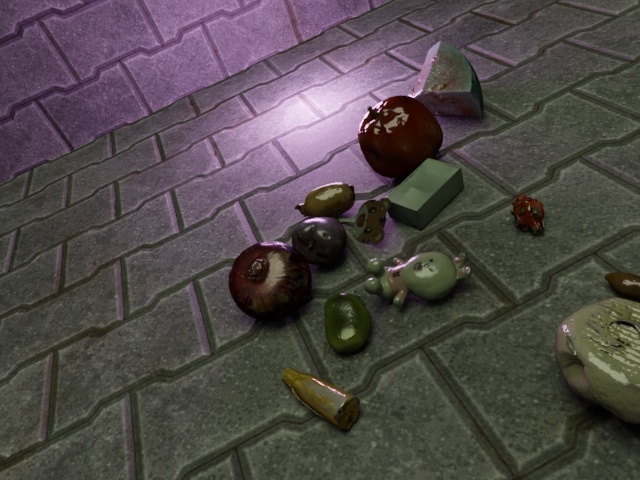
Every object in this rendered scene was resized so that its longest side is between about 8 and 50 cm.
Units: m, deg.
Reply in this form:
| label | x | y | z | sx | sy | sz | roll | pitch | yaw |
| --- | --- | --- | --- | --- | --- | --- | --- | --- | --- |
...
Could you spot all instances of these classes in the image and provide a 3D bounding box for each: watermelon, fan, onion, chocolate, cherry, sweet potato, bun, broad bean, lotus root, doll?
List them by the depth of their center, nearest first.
| label | x | y | z | sx | sy | sz | roll | pitch | yaw |
| --- | --- | --- | --- | --- | --- | --- | --- | --- | --- |
| bun | 0.590 | 0.231 | 0.973 | 0.272 | 0.168 | 0.273 | -4 | 39 | 3 |
| sweet potato | 0.734 | 0.123 | 1.110 | 0.065 | 0.051 | 0.218 | -34 | 41 | -19 |
| chocolate | -0.008 | 0.358 | 1.191 | 0.219 | 0.086 | 0.085 | 19 | 54 | 44 |
| broad bean | 0.069 | 0.210 | 1.320 | 0.124 | 0.082 | 0.174 | -21 | 49 | 3 |
| doll | 0.253 | 0.096 | 1.338 | 0.275 | 0.113 | 0.155 | -8 | 50 | 8 |
| onion | -0.146 | 0.110 | 1.445 | 0.246 | 0.190 | 0.246 | -8 | 59 | 13 |
| cherry | -0.003 | -0.001 | 1.546 | 0.176 | 0.140 | 0.176 | -3 | 20 | 1 |
| fan | 0.128 | -0.062 | 1.608 | 0.226 | 0.008 | 0.153 | 2 | 74 | 49 |
| lotus root | 0.015 | -0.127 | 1.697 | 0.220 | 0.125 | 0.118 | -21 | 79 | 11 |
| watermelon | 0.460 | -0.581 | 1.937 | 0.258 | 0.228 | 0.387 | -27 | 47 | 9 |

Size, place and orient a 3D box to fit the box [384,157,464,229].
| label | x | y | z | sx | sy | sz | roll | pitch | yaw |
| --- | --- | --- | --- | --- | --- | --- | --- | --- | --- |
| box | 0.327 | -0.147 | 1.590 | 0.225 | 0.086 | 0.129 | -42 | 43 | -22 |

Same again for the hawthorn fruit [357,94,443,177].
| label | x | y | z | sx | sy | sz | roll | pitch | yaw |
| --- | --- | --- | --- | --- | --- | --- | --- | --- | --- |
| hawthorn fruit | 0.257 | -0.355 | 1.720 | 0.275 | 0.299 | 0.275 | -34 | 34 | 27 |

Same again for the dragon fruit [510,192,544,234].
| label | x | y | z | sx | sy | sz | roll | pitch | yaw |
| --- | --- | --- | --- | --- | --- | --- | --- | --- | --- |
| dragon fruit | 0.573 | -0.071 | 1.390 | 0.081 | 0.086 | 0.116 | 5 | 39 | -27 |
